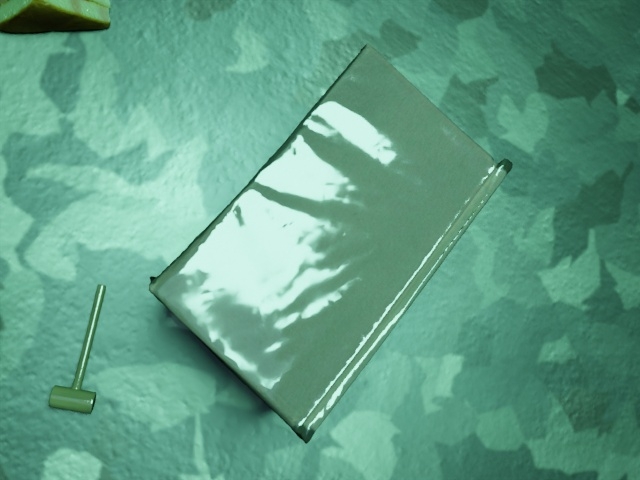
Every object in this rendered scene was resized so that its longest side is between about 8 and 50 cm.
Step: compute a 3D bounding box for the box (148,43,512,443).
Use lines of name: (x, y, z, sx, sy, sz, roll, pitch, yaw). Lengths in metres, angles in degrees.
box: (0.000, 0.000, 0.520, 0.153, 0.188, 0.252, 41, 79, -4)

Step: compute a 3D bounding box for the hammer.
hammer: (-0.204, 0.092, 0.551, 0.035, 0.019, 0.110, 12, 78, -10)

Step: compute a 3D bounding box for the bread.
bread: (-0.246, -0.214, 0.563, 0.109, 0.062, 0.043, -6, 85, -9)
